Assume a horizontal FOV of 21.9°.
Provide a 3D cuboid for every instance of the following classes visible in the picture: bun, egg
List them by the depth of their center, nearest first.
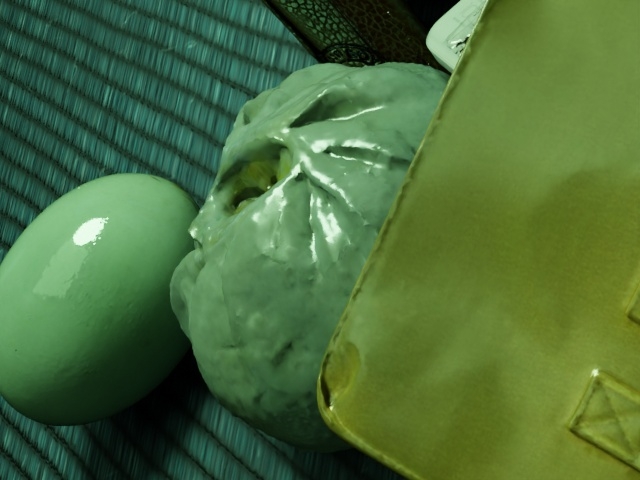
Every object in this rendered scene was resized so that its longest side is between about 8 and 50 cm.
[{"bbox_3d":[-0.001,0.006,1.379,0.354,0.194,0.354,-32,46,41],"label":"bun"},{"bbox_3d":[-0.219,0.059,1.641,0.282,0.203,0.203,-54,36,12],"label":"egg"}]

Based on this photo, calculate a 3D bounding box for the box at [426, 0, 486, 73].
[{"bbox_3d":[0.216,-0.217,1.267,0.285,0.044,0.142,-41,35,0],"label":"box"}]

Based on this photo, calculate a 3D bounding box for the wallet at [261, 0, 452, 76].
[{"bbox_3d":[0.011,-0.205,1.447,0.133,0.243,0.039,-15,38,47],"label":"wallet"}]

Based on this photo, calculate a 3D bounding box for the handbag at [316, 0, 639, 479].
[{"bbox_3d":[0.196,0.011,1.119,0.283,0.133,0.401,32,101,32],"label":"handbag"}]
